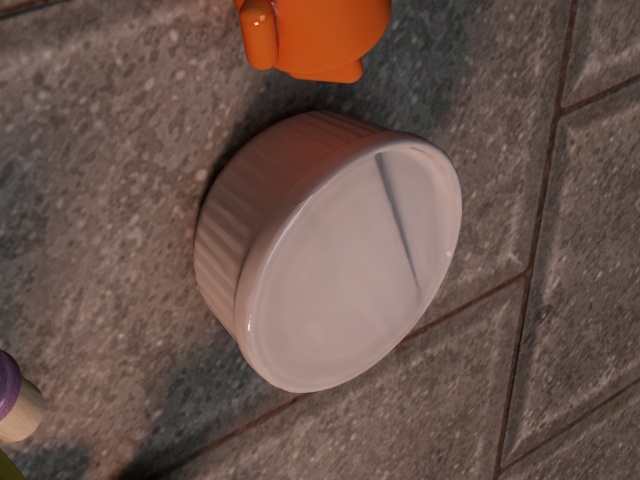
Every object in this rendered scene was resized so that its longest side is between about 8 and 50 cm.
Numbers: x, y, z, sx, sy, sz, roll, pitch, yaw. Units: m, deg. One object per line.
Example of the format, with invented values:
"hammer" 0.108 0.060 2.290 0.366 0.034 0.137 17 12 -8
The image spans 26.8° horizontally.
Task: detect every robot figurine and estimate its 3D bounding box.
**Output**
"robot figurine" -0.016 -0.223 1.095 0.158 0.128 0.219 -33 139 -8

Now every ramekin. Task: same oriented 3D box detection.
"ramekin" 0.000 0.000 1.286 0.273 0.127 0.273 -27 135 -31

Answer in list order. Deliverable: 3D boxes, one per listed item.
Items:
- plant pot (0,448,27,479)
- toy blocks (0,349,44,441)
"plant pot" -0.346 0.281 1.050 0.228 0.227 0.207 -24 139 -35
"toy blocks" -0.366 0.066 0.798 0.309 0.288 0.260 -46 148 -6
